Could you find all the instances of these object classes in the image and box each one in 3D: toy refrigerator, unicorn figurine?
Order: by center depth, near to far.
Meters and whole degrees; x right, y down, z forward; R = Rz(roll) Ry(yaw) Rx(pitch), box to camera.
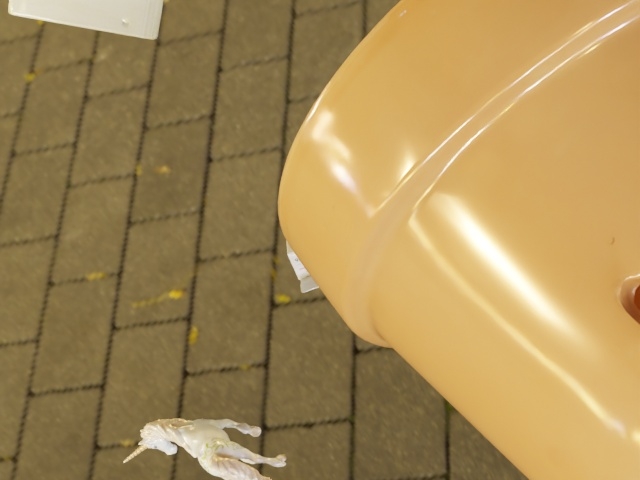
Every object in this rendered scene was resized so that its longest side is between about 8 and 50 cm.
[{"bbox_3d":[-0.177,-0.218,0.928,0.102,0.094,0.269,8,17,-15],"label":"toy refrigerator"},{"bbox_3d":[-0.104,0.198,1.160,0.162,0.111,0.060,-8,70,62],"label":"unicorn figurine"}]

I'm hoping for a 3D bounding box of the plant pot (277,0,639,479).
[{"bbox_3d":[0.154,-0.001,0.564,0.291,0.291,0.203,-32,65,-2],"label":"plant pot"}]

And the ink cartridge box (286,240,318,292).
[{"bbox_3d":[0.000,0.000,0.943,0.048,0.028,0.083,-19,33,8],"label":"ink cartridge box"}]
